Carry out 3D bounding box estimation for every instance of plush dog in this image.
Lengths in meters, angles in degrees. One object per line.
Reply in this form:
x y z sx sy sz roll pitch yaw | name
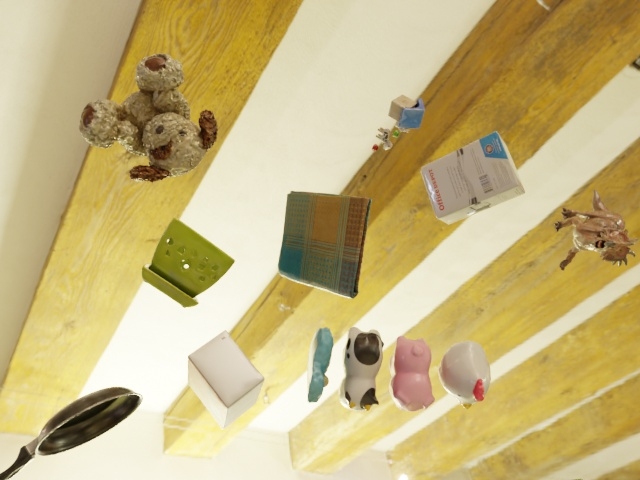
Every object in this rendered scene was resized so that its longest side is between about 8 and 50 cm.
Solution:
-0.355 -0.239 1.100 0.262 0.225 0.211 -40 -13 -5 | plush dog

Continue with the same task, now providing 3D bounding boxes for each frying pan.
-0.487 0.374 0.925 0.326 0.053 0.197 -35 -20 -2 | frying pan

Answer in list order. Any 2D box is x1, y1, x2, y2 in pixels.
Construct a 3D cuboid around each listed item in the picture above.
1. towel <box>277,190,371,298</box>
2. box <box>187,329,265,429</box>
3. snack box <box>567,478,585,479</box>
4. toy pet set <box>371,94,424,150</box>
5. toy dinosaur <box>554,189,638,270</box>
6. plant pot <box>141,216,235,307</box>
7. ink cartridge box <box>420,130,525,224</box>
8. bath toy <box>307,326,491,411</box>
0.000 0.000 1.395 0.040 0.370 0.272 7 -88 -37 | towel
-0.196 0.285 0.995 0.091 0.130 0.171 -33 -21 -30 | box
0.272 0.350 0.548 0.037 0.141 0.100 26 -40 -19 | snack box
0.173 -0.232 0.990 0.122 0.065 0.114 -39 -26 -33 | toy pet set
0.747 -0.025 1.301 0.200 0.296 0.127 -7 -59 50 | toy dinosaur
-0.423 0.077 1.534 0.228 0.227 0.207 36 -100 -13 | plant pot
0.347 -0.139 1.133 0.190 0.140 0.082 -25 -22 30 | ink cartridge box
0.150 0.253 0.908 0.347 0.129 0.152 5 -72 -3 | bath toy
